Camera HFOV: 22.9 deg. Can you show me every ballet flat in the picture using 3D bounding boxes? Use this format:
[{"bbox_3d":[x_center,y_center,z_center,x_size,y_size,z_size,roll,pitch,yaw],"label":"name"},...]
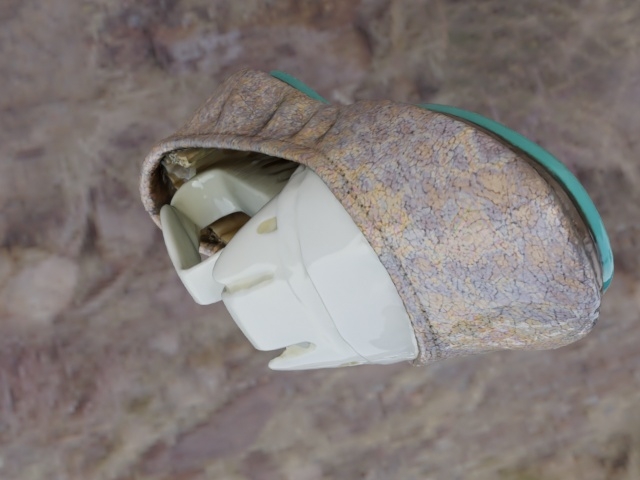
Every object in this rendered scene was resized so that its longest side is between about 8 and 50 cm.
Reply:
[{"bbox_3d":[0.000,0.000,0.639,0.106,0.107,0.316,-32,-162,-13],"label":"ballet flat"}]
